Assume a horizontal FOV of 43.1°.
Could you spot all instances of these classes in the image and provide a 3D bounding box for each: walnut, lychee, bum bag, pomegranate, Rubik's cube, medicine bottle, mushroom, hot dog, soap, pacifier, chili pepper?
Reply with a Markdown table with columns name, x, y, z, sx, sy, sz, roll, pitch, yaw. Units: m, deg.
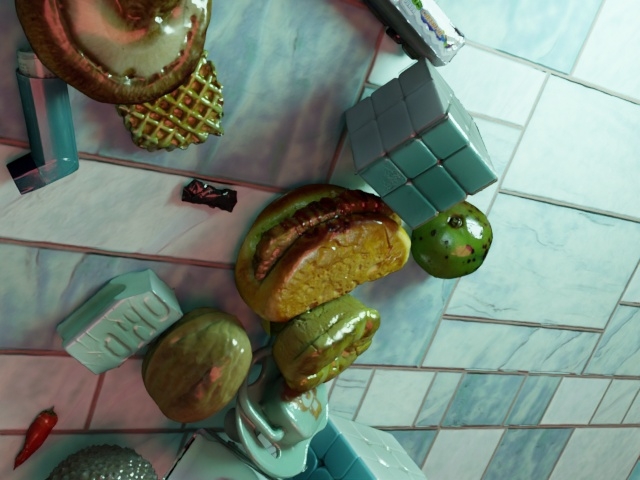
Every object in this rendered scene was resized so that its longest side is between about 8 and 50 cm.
| name | x | y | z | sx | sy | sz | roll | pitch | yaw |
| --- | --- | --- | --- | --- | --- | --- | --- | --- | --- |
| walnut | -0.262 | 0.264 | 1.750 | 0.225 | 0.225 | 0.261 | 32 | 94 | -39 |
| lychee | -0.490 | 0.584 | 1.757 | 0.300 | 0.300 | 0.300 | -14 | 122 | -23 |
| bum bag | -0.229 | -0.093 | 1.688 | 0.124 | 0.034 | 0.058 | 13 | 118 | -35 |
| pomegranate | 0.317 | 0.012 | 1.989 | 0.202 | 0.202 | 0.248 | -27 | 157 | -15 |
| Rubik's cube | 0.092 | 0.681 | 2.148 | 0.291 | 0.290 | 0.292 | 29 | 100 | -39 |
| medicine bottle | -0.501 | -0.212 | 1.433 | 0.124 | 0.079 | 0.258 | -12 | 121 | -25 |
| mushroom | -0.319 | -0.388 | 1.313 | 0.345 | 0.259 | 0.345 | -13 | 114 | -30 |
| hot dog | 0.001 | 0.001 | 1.780 | 0.405 | 0.185 | 0.223 | -23 | 127 | -19 |
| soap | -0.131 | 0.612 | 1.843 | 0.156 | 0.446 | 0.261 | -55 | 173 | -9 |
| pacifier | -0.131 | 0.403 | 1.922 | 0.269 | 0.343 | 0.288 | -26 | 104 | 31 |
| chili pepper | -0.624 | 0.434 | 1.758 | 0.045 | 0.027 | 0.178 | 31 | 100 | -39 |
| soap | -0.412 | 0.166 | 1.692 | 0.230 | 0.091 | 0.145 | -41 | 129 | -3 |
| Rubik's cube | 0.207 | -0.202 | 1.718 | 0.224 | 0.221 | 0.231 | -31 | 131 | 21 |

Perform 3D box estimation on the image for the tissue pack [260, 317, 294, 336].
| name | x | y | z | sx | sy | sz | roll | pitch | yaw |
| --- | --- | --- | --- | --- | --- | --- | --- | --- | --- |
| tissue pack | -0.053 | 0.154 | 1.913 | 0.176 | 0.062 | 0.095 | -14 | 122 | -25 |

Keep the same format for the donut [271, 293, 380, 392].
| name | x | y | z | sx | sy | sz | roll | pitch | yaw |
| --- | --- | --- | --- | --- | --- | --- | --- | --- | --- |
| donut | 0.007 | 0.232 | 1.835 | 0.261 | 0.128 | 0.208 | -23 | 149 | -41 |

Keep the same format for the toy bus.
| name | x | y | z | sx | sy | sz | roll | pitch | yaw |
| --- | --- | --- | --- | --- | --- | --- | --- | --- | --- |
| toy bus | 0.165 | -0.481 | 1.634 | 0.317 | 0.138 | 0.112 | 35 | 94 | -41 |

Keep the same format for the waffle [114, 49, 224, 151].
| name | x | y | z | sx | sy | sz | roll | pitch | yaw |
| --- | --- | --- | --- | --- | --- | --- | --- | --- | --- |
| waffle | -0.286 | -0.266 | 1.543 | 0.208 | 0.054 | 0.214 | -17 | 125 | -18 |
